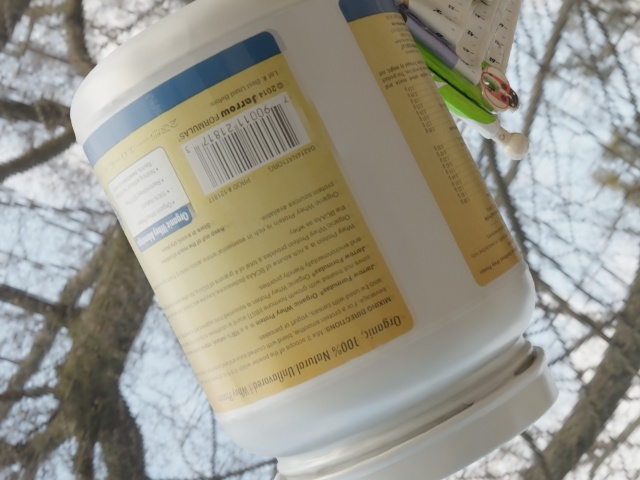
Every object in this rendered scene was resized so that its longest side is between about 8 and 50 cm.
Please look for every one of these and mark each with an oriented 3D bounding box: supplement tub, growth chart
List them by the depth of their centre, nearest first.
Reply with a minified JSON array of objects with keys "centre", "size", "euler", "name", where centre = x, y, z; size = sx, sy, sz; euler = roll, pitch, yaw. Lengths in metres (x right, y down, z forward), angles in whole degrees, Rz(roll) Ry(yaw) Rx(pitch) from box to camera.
[{"centre":[0.000,0.000,0.507],"size":[0.144,0.144,0.199],"euler":[-26,-91,-50],"name":"supplement tub"},{"centre":[0.066,-0.176,0.719],"size":[0.172,0.021,0.237],"euler":[30,-128,-23],"name":"growth chart"}]

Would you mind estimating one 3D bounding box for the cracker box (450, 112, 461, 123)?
[{"centre":[0.012,-0.111,1.013],"size":[0.156,0.067,0.232],"euler":[-1,-167,25],"name":"cracker box"}]
